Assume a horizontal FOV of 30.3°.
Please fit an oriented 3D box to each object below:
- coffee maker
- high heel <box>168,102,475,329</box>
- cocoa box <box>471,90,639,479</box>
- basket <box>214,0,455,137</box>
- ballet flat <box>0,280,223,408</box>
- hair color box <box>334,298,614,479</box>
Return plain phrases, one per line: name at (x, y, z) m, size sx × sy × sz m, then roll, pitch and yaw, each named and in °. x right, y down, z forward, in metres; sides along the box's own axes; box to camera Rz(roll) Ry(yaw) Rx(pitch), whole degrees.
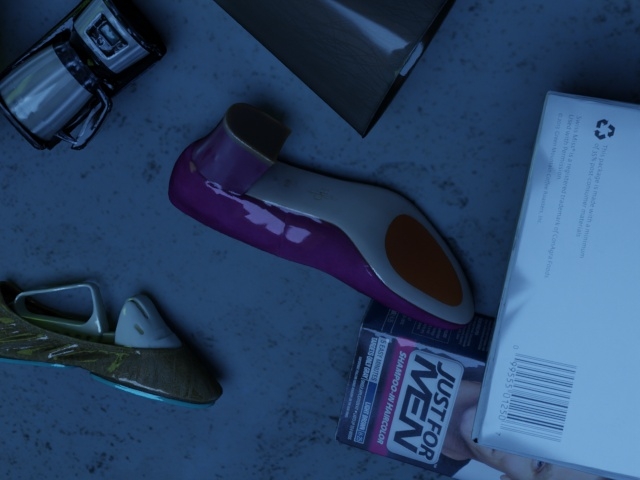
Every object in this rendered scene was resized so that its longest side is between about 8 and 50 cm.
coffee maker at (-0.275, -0.204, 1.339) m, size 0.178 × 0.171 × 0.120 m, roll -38°, pitch 123°, yaw 6°
high heel at (0.000, 0.000, 1.386) m, size 0.377 × 0.127 × 0.181 m, roll 41°, pitch 139°, yaw -6°
cocoa box at (0.302, 0.041, 1.180) m, size 0.231 × 0.228 × 0.347 m, roll 12°, pitch 96°, yaw 10°
basket at (0.004, -0.249, 1.231) m, size 0.227 × 0.154 × 0.204 m, roll 34°, pitch 122°, yaw 3°
ballet flat at (-0.283, 0.119, 1.516) m, size 0.342 × 0.116 × 0.124 m, roll 12°, pitch 98°, yaw 14°
hair color box at (0.206, 0.195, 1.400) m, size 0.347 × 0.105 × 0.174 m, roll 15°, pitch 117°, yaw 8°
